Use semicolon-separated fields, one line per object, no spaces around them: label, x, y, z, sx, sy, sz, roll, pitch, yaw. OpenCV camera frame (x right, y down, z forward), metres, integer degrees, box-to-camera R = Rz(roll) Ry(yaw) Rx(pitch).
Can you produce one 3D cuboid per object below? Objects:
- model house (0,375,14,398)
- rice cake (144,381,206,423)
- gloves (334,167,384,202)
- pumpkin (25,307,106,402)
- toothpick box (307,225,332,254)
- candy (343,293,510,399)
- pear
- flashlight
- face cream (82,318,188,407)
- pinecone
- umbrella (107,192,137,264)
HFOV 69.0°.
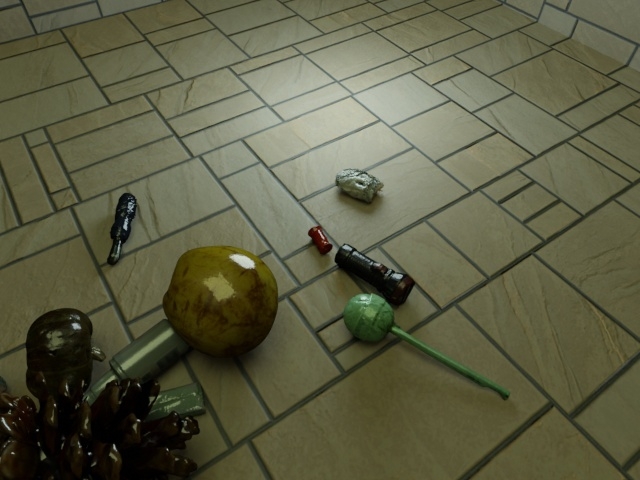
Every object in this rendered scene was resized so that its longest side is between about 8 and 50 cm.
model house;-0.723;0.372;0.959;0.238;0.236;0.202;27;51;16
rice cake;-0.377;0.385;1.070;0.222;0.042;0.080;-12;47;-9
gloves;0.125;-0.193;1.528;0.153;0.070;0.114;26;55;22
pumpkin;-0.580;0.262;1.069;0.163;0.219;0.218;4;47;-25
toothpick box;0.000;0.000;1.385;0.047;0.047;0.083;-21;54;-16
candy;0.258;0.263;1.148;0.440;0.119;0.119;27;55;12
pear;-0.237;0.143;1.124;0.281;0.280;0.280;0;51;0
flashlight;0.144;0.086;1.290;0.232;0.093;0.093;34;58;25
face cream;-0.443;0.299;1.102;0.101;0.101;0.252;38;60;27
pinecone;-0.413;0.414;0.878;0.385;0.384;0.384;0;51;0
umbrella;-0.596;-0.036;1.407;0.071;0.071;0.248;-5;55;-4
